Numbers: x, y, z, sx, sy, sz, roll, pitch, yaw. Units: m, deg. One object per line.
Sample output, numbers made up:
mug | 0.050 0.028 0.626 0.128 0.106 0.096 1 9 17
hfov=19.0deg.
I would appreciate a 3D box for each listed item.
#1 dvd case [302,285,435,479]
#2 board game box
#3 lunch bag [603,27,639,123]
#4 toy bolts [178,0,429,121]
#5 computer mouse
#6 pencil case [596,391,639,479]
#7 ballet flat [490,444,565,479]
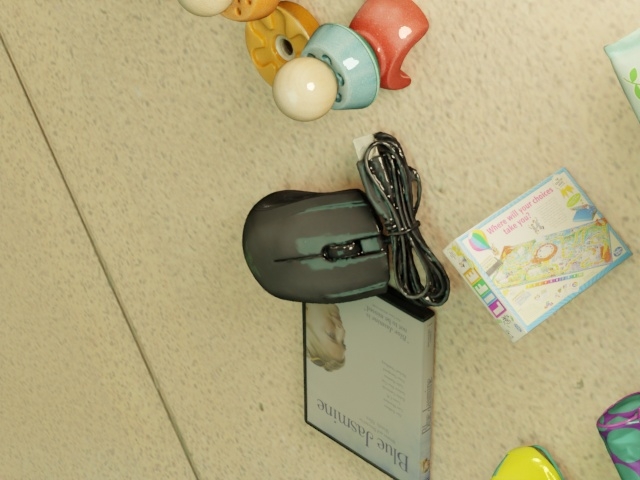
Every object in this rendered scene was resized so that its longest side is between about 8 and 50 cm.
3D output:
dvd case | 0.049 0.142 2.091 0.180 0.022 0.253 29 136 34
board game box | 0.195 0.011 1.704 0.103 0.154 0.026 53 145 7
lunch bag | 0.377 -0.109 1.401 0.262 0.160 0.223 -23 95 43
toy bolts | -0.035 -0.183 1.826 0.228 0.158 0.218 38 140 26
computer mouse | 0.000 0.000 1.975 0.272 0.072 0.188 -11 102 49
pencil case | 0.316 0.220 1.798 0.151 0.064 0.070 63 160 -8
ballet flat | 0.250 0.315 1.937 0.231 0.077 0.077 54 144 4
